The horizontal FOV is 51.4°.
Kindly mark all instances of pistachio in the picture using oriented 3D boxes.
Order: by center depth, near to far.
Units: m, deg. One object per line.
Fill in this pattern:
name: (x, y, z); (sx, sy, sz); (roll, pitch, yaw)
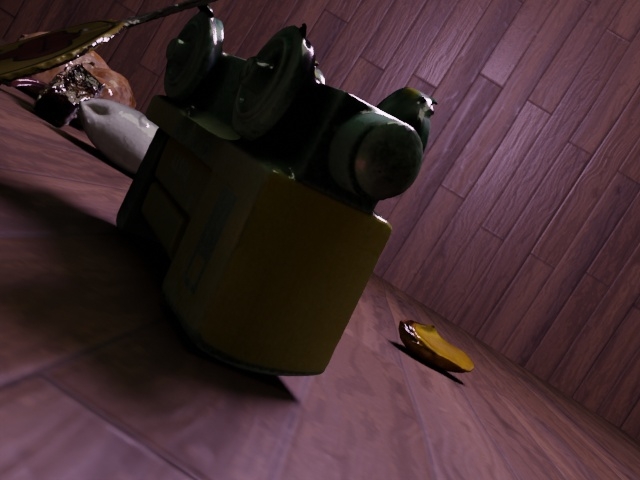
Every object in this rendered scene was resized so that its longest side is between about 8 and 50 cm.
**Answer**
pistachio: (0.194, 0.189, 1.164); (0.173, 0.049, 0.089); (33, 25, -25)

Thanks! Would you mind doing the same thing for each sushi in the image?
sushi: (-0.473, -0.272, 1.247); (0.078, 0.090, 0.150); (44, 32, -20)

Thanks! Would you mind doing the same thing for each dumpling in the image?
dumpling: (-0.335, -0.180, 1.199); (0.217, 0.105, 0.149); (28, 9, -3)

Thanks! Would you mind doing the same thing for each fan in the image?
fan: (-0.235, -0.170, 0.580); (0.229, 0.335, 0.011); (-134, -155, -59)

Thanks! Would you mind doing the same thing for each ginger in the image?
ginger: (-0.518, -0.338, 1.455); (0.304, 0.155, 0.244); (34, 7, 25)

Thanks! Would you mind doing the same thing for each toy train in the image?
toy train: (-0.067, -0.064, 0.607); (0.160, 0.253, 0.397); (21, 9, -32)

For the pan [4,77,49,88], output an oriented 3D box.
pan: (-0.586, -0.299, 1.206); (0.115, 0.040, 0.212); (33, 10, 31)
